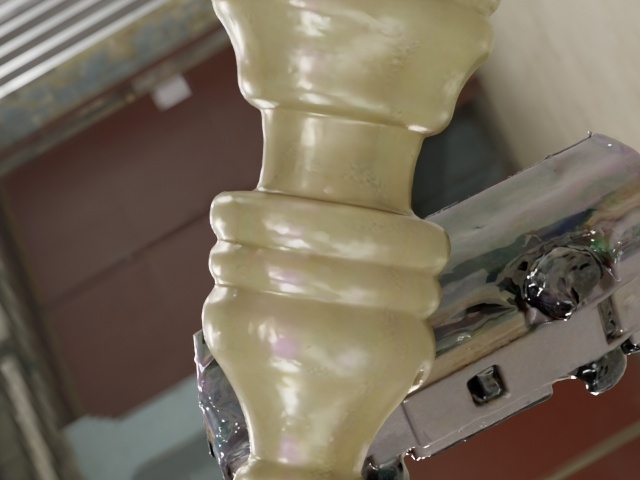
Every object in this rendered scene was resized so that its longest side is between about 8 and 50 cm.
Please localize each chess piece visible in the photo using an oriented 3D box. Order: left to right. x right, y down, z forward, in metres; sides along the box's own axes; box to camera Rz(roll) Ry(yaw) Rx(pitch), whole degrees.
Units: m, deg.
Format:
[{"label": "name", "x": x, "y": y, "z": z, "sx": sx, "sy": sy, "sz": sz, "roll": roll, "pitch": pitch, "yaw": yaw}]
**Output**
[{"label": "chess piece", "x": 0.000, "y": 0.000, "z": 0.942, "sx": 0.138, "sy": 0.307, "sz": 0.124, "roll": 9, "pitch": 178, "yaw": -41}]

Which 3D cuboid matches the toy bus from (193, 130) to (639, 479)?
[{"label": "toy bus", "x": 0.073, "y": 0.053, "z": 1.130, "sx": 0.112, "sy": 0.317, "sz": 0.138, "roll": 71, "pitch": 173, "yaw": -45}]
